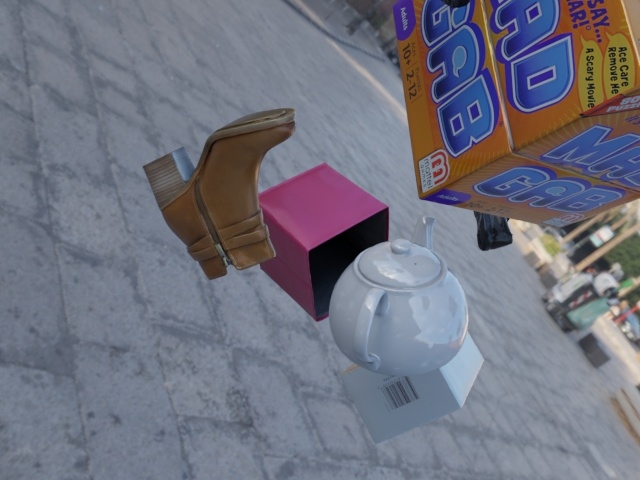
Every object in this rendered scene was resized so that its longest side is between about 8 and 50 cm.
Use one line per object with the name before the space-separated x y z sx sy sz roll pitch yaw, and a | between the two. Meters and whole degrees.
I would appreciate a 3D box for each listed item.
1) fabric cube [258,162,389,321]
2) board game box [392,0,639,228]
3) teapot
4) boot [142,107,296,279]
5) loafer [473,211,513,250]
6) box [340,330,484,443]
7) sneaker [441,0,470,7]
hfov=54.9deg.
fabric cube | 0.000 0.000 1.593 0.258 0.254 0.259 38 -33 38
board game box | 0.375 -0.260 0.949 0.356 0.356 0.357 8 68 -35
teapot | 0.127 0.088 1.017 0.256 0.252 0.187 -126 -151 -55
boot | -0.122 -0.065 0.955 0.220 0.283 0.109 64 19 -14
loafer | 0.390 -0.063 1.382 0.080 0.078 0.220 92 5 -53
box | 0.225 0.296 1.431 0.168 0.215 0.345 62 22 6
sneaker | 0.162 -0.414 0.791 0.084 0.097 0.235 53 16 -75
